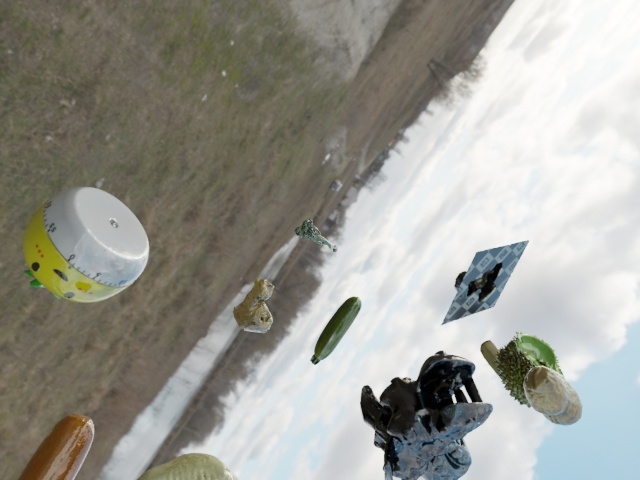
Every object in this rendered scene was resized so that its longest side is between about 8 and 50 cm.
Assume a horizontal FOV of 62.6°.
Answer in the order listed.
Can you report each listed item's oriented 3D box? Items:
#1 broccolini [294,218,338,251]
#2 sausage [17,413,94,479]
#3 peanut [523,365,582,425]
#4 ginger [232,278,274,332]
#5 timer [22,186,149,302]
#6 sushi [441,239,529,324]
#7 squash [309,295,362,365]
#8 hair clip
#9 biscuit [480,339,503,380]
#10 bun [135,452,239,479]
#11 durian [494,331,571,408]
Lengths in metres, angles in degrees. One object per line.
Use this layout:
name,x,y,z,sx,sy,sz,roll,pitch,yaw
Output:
broccolini,0.004,0.003,1.326,0.054,0.052,0.194,-51,142,1
sausage,-0.565,0.492,1.085,0.274,0.105,0.105,-65,-174,-29
peanut,0.457,0.304,1.034,0.089,0.193,0.089,-23,-132,28
ginger,-0.145,0.162,1.219,0.067,0.096,0.165,-41,171,-50
timer,-0.566,0.037,1.214,0.285,0.285,0.285,-53,-179,1
sushi,0.404,0.092,1.338,0.220,0.047,0.231,-10,130,-35
squash,0.046,0.277,1.617,0.252,0.066,0.066,-56,-179,-3
hair clip,0.191,0.354,0.989,0.194,0.206,0.310,-103,-172,-47
biscuit,0.628,0.429,1.829,0.052,0.188,0.056,-8,132,-25
bun,-0.267,0.553,1.045,0.259,0.259,0.160,-54,165,-30
durian,0.656,0.414,1.648,0.176,0.200,0.237,-43,-136,24
